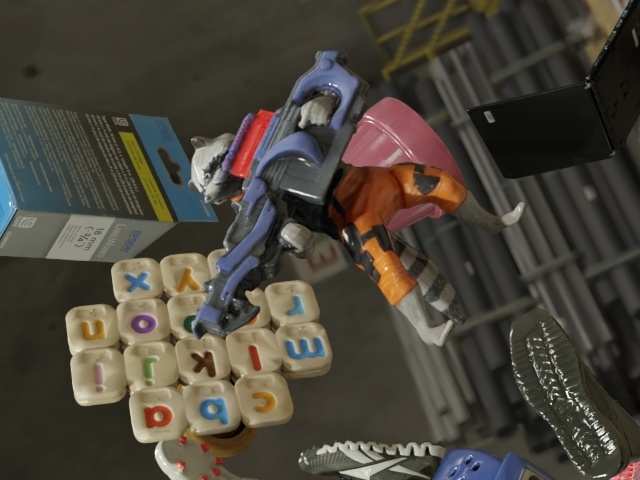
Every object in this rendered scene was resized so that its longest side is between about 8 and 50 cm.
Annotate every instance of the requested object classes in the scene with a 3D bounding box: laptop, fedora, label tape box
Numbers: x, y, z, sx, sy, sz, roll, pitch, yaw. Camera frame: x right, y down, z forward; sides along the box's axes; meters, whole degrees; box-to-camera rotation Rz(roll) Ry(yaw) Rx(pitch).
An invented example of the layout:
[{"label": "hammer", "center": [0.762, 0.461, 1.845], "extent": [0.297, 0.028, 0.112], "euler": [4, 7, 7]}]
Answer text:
[{"label": "laptop", "center": [0.345, -0.214, 1.885], "extent": [0.137, 0.264, 0.234], "euler": [26, 170, 27]}, {"label": "fedora", "center": [-0.199, 0.305, 2.506], "extent": [0.194, 0.079, 0.194], "euler": [15, -113, -38]}, {"label": "label tape box", "center": [-0.350, -0.086, 2.056], "extent": [0.334, 0.106, 0.240], "euler": [4, -136, -38]}]

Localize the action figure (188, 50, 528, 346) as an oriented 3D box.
[{"label": "action figure", "center": [0.000, 0.000, 1.414], "extent": [0.330, 0.341, 0.178], "euler": [28, 157, 10]}]

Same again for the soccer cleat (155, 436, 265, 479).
[{"label": "soccer cleat", "center": [-0.129, 0.296, 1.661], "extent": [0.196, 0.076, 0.068], "euler": [33, -142, -32]}]

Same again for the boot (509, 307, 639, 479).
[{"label": "boot", "center": [0.288, 0.170, 1.540], "extent": [0.137, 0.077, 0.198], "euler": [6, -122, -59]}]

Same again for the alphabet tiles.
[{"label": "alphabet tiles", "center": [-0.136, 0.112, 1.546], "extent": [0.278, 0.284, 0.021], "euler": [-109, 17, -47]}]

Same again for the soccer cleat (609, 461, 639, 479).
[{"label": "soccer cleat", "center": [0.523, 0.377, 2.343], "extent": [0.083, 0.095, 0.248], "euler": [27, 165, 27]}]

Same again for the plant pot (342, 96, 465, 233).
[{"label": "plant pot", "center": [0.093, -0.089, 2.142], "extent": [0.201, 0.180, 0.201], "euler": [48, 168, 13]}]

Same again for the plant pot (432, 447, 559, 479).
[{"label": "plant pot", "center": [0.265, 0.431, 1.911], "extent": [0.236, 0.236, 0.212], "euler": [35, 156, -10]}]

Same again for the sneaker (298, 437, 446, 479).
[{"label": "sneaker", "center": [0.083, 0.367, 2.164], "extent": [0.078, 0.234, 0.106], "euler": [105, 165, -66]}]
